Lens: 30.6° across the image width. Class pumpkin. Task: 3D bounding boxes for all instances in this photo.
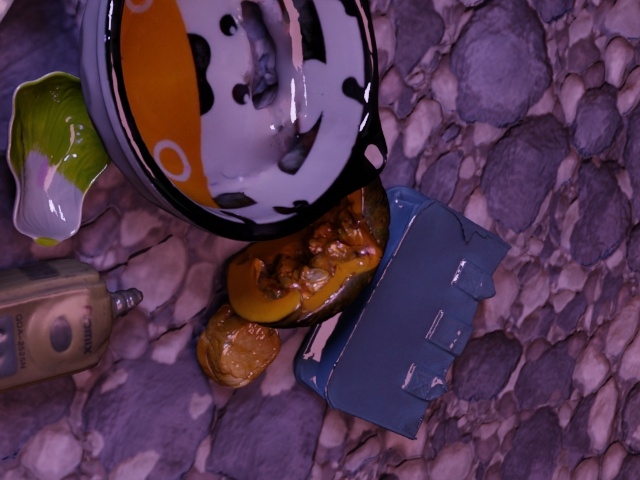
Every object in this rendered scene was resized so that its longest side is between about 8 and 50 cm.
[{"bbox_3d":[0.000,0.000,1.051,0.107,0.119,0.184,28,86,-49],"label":"pumpkin"}]

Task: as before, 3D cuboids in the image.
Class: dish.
[{"bbox_3d":[-0.214,-0.066,0.924,0.091,0.039,0.137,4,102,-40],"label":"dish"},{"bbox_3d":[-0.083,-0.136,0.920,0.303,0.120,0.303,0,90,-46],"label":"dish"}]

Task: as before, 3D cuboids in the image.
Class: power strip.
[{"bbox_3d":[-0.311,0.087,0.890,0.387,0.066,0.092,-14,115,-32],"label":"power strip"}]

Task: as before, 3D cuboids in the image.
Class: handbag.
[{"bbox_3d":[0.089,0.074,1.176,0.179,0.062,0.229,27,88,-41],"label":"handbag"}]

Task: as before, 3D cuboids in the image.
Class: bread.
[{"bbox_3d":[-0.075,0.096,1.073,0.081,0.046,0.083,10,98,-43],"label":"bread"}]

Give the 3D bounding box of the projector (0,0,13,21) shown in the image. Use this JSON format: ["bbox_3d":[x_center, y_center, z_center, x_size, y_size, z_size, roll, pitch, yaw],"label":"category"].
[{"bbox_3d":[-0.303,-0.075,0.719,0.079,0.257,0.259,35,84,-37],"label":"projector"}]
